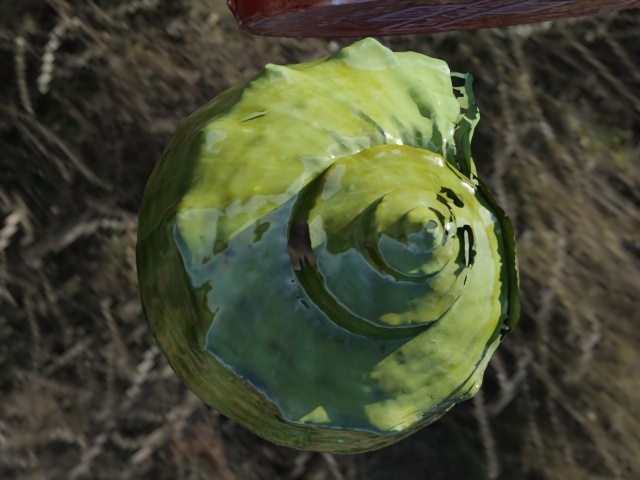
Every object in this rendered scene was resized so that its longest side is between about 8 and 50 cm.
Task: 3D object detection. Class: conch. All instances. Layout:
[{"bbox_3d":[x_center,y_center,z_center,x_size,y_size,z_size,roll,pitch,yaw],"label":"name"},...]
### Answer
[{"bbox_3d":[0.000,0.000,0.413,0.074,0.121,0.089,38,71,-14],"label":"conch"}]

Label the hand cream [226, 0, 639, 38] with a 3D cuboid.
[{"bbox_3d":[0.055,-0.150,0.799,0.193,0.193,0.125,-6,94,-28],"label":"hand cream"}]
